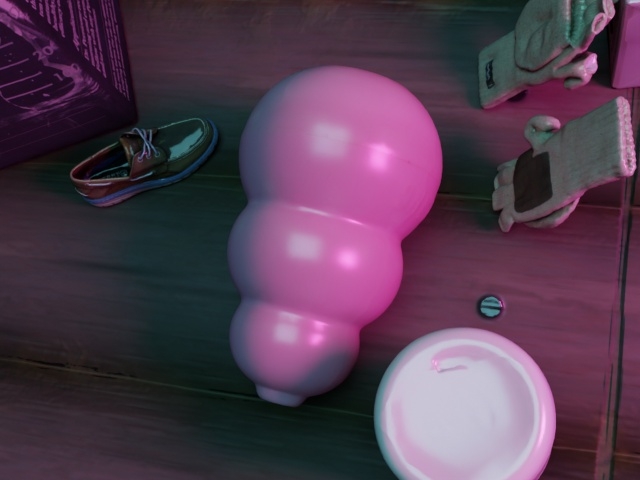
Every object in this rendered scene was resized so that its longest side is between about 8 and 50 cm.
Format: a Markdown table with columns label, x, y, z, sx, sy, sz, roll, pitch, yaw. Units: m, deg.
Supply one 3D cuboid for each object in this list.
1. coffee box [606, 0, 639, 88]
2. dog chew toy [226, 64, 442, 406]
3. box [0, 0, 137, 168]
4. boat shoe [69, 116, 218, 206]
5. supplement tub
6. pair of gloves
| label | x | y | z | sx | sy | sz | roll | pitch | yaw |
| --- | --- | --- | --- | --- | --- | --- | --- | --- | --- |
| coffee box | 0.355 | -0.331 | 0.865 | 0.119 | 0.168 | 0.297 | -2 | 71 | 14 |
| dog chew toy | 0.000 | 0.000 | 0.838 | 0.207 | 0.206 | 0.331 | 12 | 83 | 18 |
| box | -0.532 | -0.270 | 0.910 | 0.480 | 0.472 | 0.297 | -18 | 69 | 9 |
| boat shoe | -0.209 | -0.097 | 0.987 | 0.183 | 0.066 | 0.066 | -29 | 68 | 4 |
| supplement tub | 0.132 | 0.163 | 0.742 | 0.145 | 0.199 | 0.144 | -4 | 72 | 13 |
| pair of gloves | 0.233 | -0.133 | 0.833 | 0.042 | 0.204 | 0.240 | 7 | 67 | -21 |
